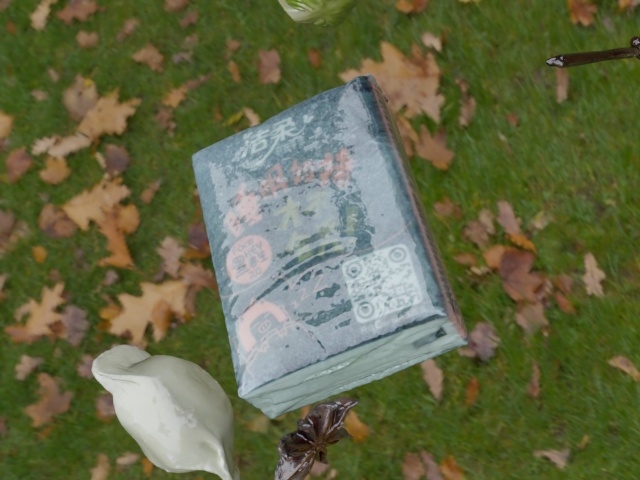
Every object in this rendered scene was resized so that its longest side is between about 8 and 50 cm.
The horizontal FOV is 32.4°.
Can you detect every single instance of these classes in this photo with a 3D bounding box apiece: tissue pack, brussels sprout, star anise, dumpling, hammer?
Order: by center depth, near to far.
[{"bbox_3d":[0.000,0.000,1.147,0.228,0.103,0.315,-22,56,10],"label":"tissue pack"},{"bbox_3d":[-0.011,0.238,1.299,0.042,0.141,0.141,36,92,28],"label":"star anise"},{"bbox_3d":[0.356,-0.229,1.380,0.065,0.178,0.021,56,141,34],"label":"hammer"},{"bbox_3d":[-0.193,0.230,1.463,0.250,0.162,0.132,43,99,1],"label":"dumpling"},{"bbox_3d":[-0.002,-0.375,1.514,0.155,0.117,0.155,-12,68,33],"label":"brussels sprout"}]
